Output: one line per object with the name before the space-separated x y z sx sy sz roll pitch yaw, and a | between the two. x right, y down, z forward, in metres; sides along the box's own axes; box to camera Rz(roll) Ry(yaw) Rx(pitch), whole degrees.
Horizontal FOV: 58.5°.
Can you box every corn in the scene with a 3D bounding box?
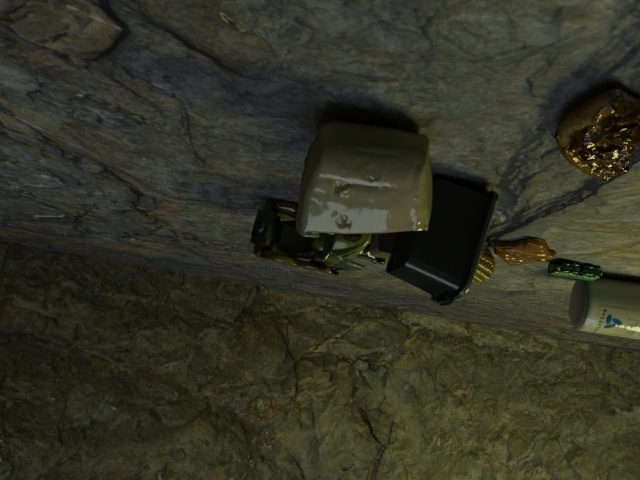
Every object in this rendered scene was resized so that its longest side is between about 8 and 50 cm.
corn | 0.350 0.029 1.455 0.119 0.119 0.322 -3 157 42

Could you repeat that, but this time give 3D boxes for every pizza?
pizza | 0.401 -0.141 0.819 0.127 0.058 0.246 5 168 14

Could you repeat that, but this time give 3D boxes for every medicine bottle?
medicine bottle | 0.900 0.200 1.672 0.293 0.170 0.170 6 166 6

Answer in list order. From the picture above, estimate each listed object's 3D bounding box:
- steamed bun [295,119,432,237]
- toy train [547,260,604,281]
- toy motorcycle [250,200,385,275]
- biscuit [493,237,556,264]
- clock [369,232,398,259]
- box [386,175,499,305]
steamed bun | 0.080 -0.100 0.962 0.225 0.200 0.170 8 -154 -4
toy train | 0.716 0.085 1.594 0.148 0.038 0.071 10 169 -7
toy motorcycle | 0.000 0.000 1.442 0.410 0.169 0.237 1 163 30
biscuit | 0.540 0.035 1.529 0.162 0.035 0.250 12 169 8
clock | 0.213 -0.019 1.263 0.192 0.147 0.071 11 166 -12
box | 0.236 -0.007 1.142 0.135 0.243 0.163 24 166 -6
